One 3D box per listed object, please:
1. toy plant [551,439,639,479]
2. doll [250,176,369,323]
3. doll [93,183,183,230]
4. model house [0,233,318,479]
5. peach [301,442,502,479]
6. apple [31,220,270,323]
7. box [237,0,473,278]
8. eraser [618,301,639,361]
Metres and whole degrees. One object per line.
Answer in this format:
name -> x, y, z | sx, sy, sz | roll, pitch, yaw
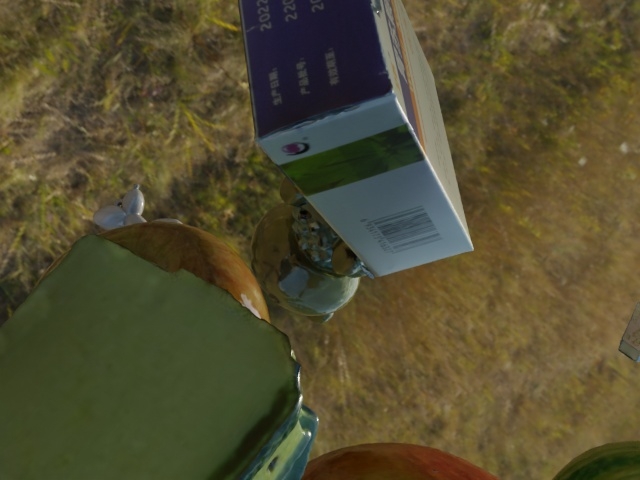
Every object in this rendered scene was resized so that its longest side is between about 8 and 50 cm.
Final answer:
toy plant -> 0.251, 0.287, 0.555 | 0.184, 0.224, 0.316 | -16, -161, 11
doll -> 0.000, 0.000, 1.127 | 0.161, 0.177, 0.261 | -31, 168, -39
doll -> -0.301, -0.007, 1.329 | 0.161, 0.160, 0.059 | -67, 163, -8
model house -> -0.111, 0.142, 0.565 | 0.195, 0.214, 0.189 | -57, 153, -22
peach -> 0.119, 0.368, 0.804 | 0.306, 0.380, 0.243 | -66, 176, -73
apple -> -0.172, 0.122, 0.838 | 0.264, 0.264, 0.264 | -35, 150, -24
box -> 0.038, -0.115, 0.694 | 0.106, 0.200, 0.299 | -15, 155, 14
eraser -> 0.473, 0.135, 1.202 | 0.019, 0.038, 0.083 | -2, 117, -35
